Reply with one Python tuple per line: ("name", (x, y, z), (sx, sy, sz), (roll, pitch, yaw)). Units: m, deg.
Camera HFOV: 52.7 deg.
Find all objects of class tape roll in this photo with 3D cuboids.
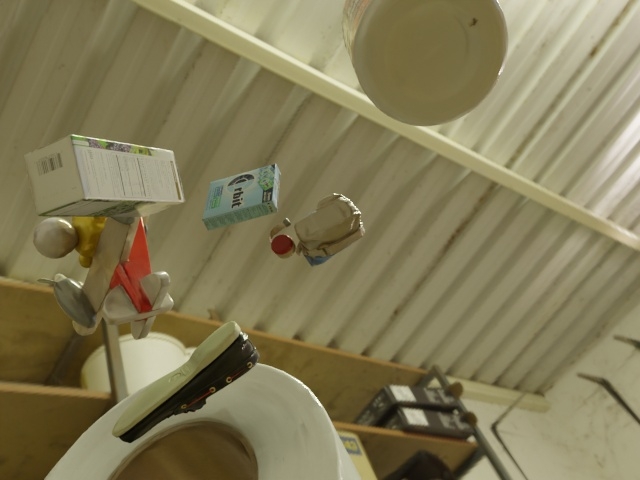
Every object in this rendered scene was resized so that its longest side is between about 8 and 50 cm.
("tape roll", (-0.105, 0.242, 0.546), (0.286, 0.286, 0.100), (-27, -54, -4))

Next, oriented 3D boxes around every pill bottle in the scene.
("pill bottle", (0.081, -0.191, 0.585), (0.121, 0.221, 0.121), (-1, -63, -2))

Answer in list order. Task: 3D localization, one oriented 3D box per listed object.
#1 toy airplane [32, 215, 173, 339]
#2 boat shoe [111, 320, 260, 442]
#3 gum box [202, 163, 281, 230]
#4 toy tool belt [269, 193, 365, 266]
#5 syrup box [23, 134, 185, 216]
("toy airplane", (-0.464, 0.028, 1.371), (0.272, 0.384, 0.386), (9, -94, -31))
("boat shoe", (-0.109, 0.123, 0.529), (0.133, 0.049, 0.042), (-38, -71, -7))
("gum box", (-0.194, -0.110, 1.609), (0.184, 0.157, 0.041), (-14, -51, 12))
("toy tool belt", (0.000, 0.000, 0.573), (0.083, 0.052, 0.051), (-30, -35, -5))
("syrup box", (-0.323, -0.093, 1.000), (0.093, 0.096, 0.237), (-15, -4, 23))
